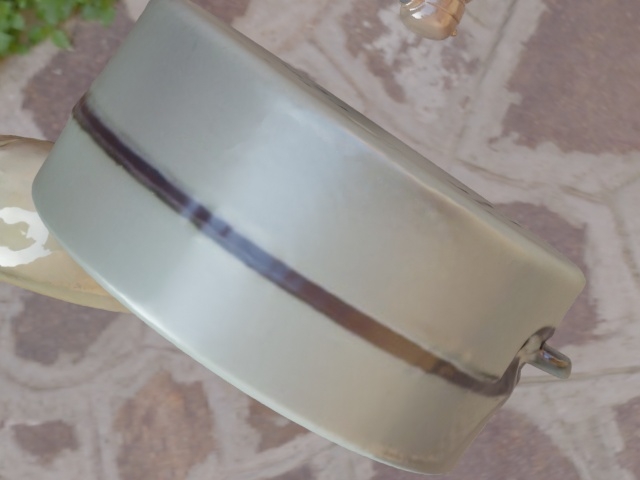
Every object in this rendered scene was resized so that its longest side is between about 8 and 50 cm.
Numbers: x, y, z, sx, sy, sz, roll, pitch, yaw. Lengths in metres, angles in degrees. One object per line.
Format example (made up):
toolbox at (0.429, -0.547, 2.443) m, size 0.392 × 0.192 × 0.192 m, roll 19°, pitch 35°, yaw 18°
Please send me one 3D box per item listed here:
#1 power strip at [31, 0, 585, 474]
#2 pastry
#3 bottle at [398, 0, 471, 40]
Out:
power strip at (0.000, 0.000, 0.892) m, size 0.357 × 0.357 × 0.161 m, roll 37°, pitch 97°, yaw 22°
pastry at (-0.219, -0.018, 1.261) m, size 0.265 × 0.265 × 0.133 m, roll 13°, pitch 93°, yaw 25°
bottle at (0.167, -0.365, 1.783) m, size 0.097 × 0.110 × 0.209 m, roll 14°, pitch 78°, yaw 52°
